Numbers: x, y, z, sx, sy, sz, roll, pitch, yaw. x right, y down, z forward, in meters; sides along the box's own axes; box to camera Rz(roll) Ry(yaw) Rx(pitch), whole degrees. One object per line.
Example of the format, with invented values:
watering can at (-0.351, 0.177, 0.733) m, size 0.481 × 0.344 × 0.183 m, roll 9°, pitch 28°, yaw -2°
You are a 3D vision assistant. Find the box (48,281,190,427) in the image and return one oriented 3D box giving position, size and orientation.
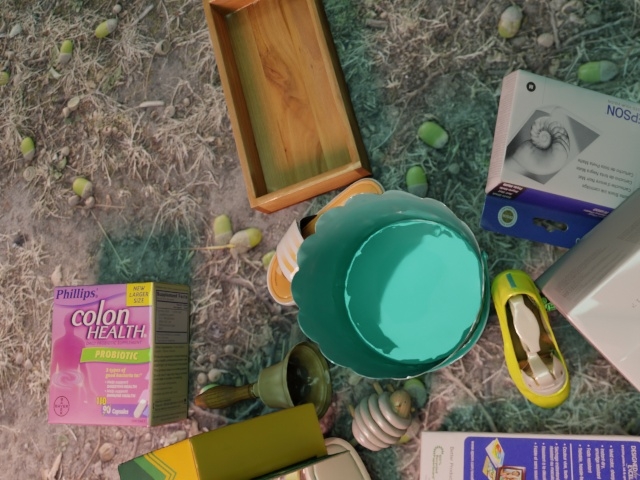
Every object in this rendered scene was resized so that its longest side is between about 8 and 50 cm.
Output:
box at (-0.355, 0.200, 1.188) m, size 0.214 × 0.117 × 0.243 m, roll -3°, pitch 80°, yaw 21°

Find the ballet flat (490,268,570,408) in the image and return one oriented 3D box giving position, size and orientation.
ballet flat at (0.289, 0.148, 0.911) m, size 0.077 × 0.077 × 0.231 m, roll -21°, pitch 106°, yaw 8°

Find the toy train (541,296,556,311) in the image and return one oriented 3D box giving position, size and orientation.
toy train at (0.336, 0.094, 0.989) m, size 0.083 × 0.017 × 0.023 m, roll -13°, pitch 87°, yaw 19°

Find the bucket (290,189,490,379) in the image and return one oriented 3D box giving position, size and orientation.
bucket at (0.116, 0.071, 0.989) m, size 0.281 × 0.183 × 0.281 m, roll -3°, pitch 81°, yaw 22°

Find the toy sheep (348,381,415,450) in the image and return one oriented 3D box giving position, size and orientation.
toy sheep at (0.089, 0.274, 1.024) m, size 0.132 × 0.091 × 0.091 m, roll -49°, pitch 68°, yaw 23°

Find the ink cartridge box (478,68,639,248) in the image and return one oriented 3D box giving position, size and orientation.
ink cartridge box at (0.346, -0.104, 0.939) m, size 0.223 × 0.045 × 0.224 m, roll 11°, pitch 86°, yaw -13°

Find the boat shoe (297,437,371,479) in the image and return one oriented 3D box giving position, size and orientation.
boat shoe at (0.054, 0.458, 1.002) m, size 0.117 × 0.097 × 0.324 m, roll -18°, pitch 75°, yaw -24°

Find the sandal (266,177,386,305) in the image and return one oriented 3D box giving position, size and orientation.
sandal at (-0.006, -0.008, 1.102) m, size 0.265 × 0.076 × 0.102 m, roll -48°, pitch 66°, yaw 11°

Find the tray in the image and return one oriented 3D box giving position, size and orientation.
tray at (-0.063, -0.273, 1.171) m, size 0.203 × 0.076 × 0.410 m, roll -19°, pitch 75°, yaw 18°

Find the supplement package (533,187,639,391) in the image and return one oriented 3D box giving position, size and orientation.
supplement package at (0.415, 0.071, 0.806) m, size 0.199 × 0.263 × 0.198 m, roll -44°, pitch 86°, yaw 10°

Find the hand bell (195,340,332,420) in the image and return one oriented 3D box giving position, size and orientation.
hand bell at (-0.115, 0.248, 1.111) m, size 0.242 × 0.126 × 0.126 m, roll -16°, pitch 76°, yaw 31°

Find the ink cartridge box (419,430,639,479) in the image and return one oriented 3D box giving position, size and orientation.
ink cartridge box at (0.308, 0.348, 0.882) m, size 0.371 × 0.069 × 0.175 m, roll -9°, pitch 63°, yaw 32°

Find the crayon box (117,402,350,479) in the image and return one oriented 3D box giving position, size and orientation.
crayon box at (-0.136, 0.314, 0.966) m, size 0.323 × 0.203 × 0.083 m, roll -33°, pitch 69°, yaw 48°
